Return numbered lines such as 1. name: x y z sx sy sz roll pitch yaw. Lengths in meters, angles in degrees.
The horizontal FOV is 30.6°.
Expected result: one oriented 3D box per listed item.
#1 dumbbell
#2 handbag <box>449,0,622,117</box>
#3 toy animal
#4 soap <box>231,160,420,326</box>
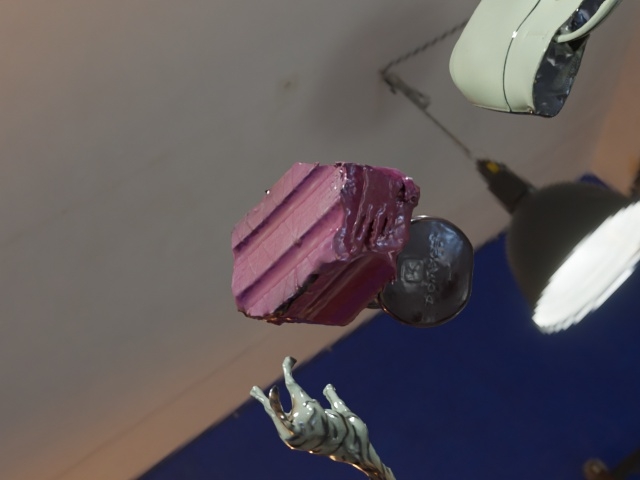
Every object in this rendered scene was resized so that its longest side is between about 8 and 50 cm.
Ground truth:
1. dumbbell: 0.100 0.031 1.492 0.124 0.225 0.140 3 -88 -15
2. handbag: 0.252 -0.221 1.155 0.241 0.109 0.315 -60 16 -2
3. toy animal: 0.015 0.268 1.678 0.255 0.170 0.090 33 -76 -23
4. soap: 0.000 0.000 1.362 0.112 0.182 0.289 10 -36 -29
